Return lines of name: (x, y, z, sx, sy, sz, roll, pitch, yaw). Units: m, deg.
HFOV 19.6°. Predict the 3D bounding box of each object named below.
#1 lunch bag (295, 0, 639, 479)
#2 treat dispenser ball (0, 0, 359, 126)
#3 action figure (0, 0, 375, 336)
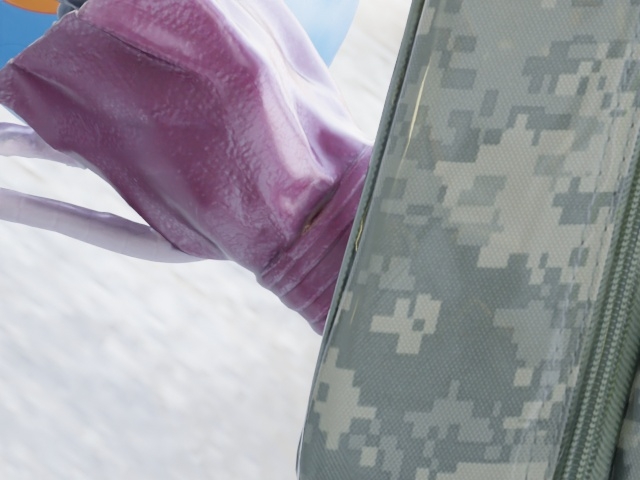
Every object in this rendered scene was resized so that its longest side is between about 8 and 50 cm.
lunch bag: (0.162, -0.010, 0.596, 0.256, 0.305, 0.212, 14, -6, 20)
treat dispenser ball: (-0.112, -0.195, 1.221, 0.288, 0.288, 0.288, 35, 11, -8)
action figure: (0.000, 0.000, 0.896, 0.370, 0.276, 0.248, 44, 24, 0)
